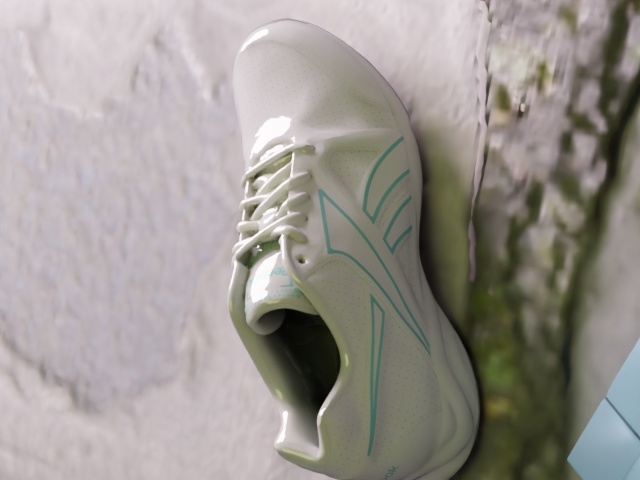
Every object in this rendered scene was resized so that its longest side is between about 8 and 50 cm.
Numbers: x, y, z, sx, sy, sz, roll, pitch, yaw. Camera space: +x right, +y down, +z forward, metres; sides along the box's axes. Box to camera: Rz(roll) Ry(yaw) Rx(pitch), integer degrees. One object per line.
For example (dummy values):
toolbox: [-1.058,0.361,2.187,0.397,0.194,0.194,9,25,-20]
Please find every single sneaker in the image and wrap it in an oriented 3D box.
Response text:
sneaker: [0.000,0.000,0.582,0.054,0.061,0.152,-33,66,38]

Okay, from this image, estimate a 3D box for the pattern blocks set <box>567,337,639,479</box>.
pattern blocks set: [0.174,0.083,0.395,0.285,0.026,0.325,-56,40,30]
